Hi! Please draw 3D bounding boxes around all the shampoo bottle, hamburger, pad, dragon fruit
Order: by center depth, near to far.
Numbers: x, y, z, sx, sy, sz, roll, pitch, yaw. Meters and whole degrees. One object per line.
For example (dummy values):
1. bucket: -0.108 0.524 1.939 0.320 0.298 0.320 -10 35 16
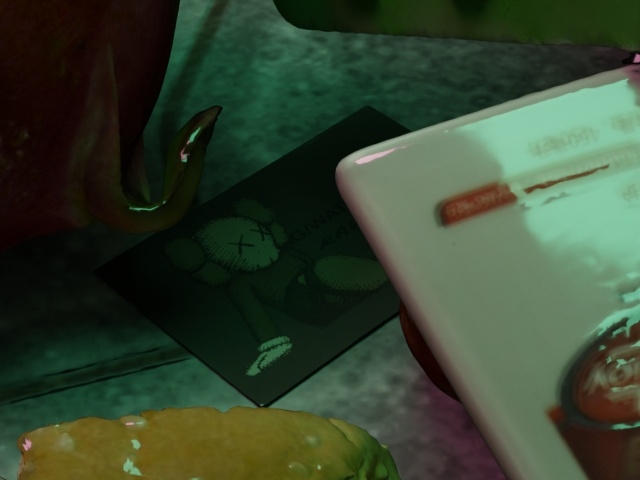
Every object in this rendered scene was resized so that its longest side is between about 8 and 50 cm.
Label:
1. hamburger: -0.030 0.158 0.539 0.155 0.135 0.208 -7 44 -3
2. shampoo bottle: 0.118 0.080 0.580 0.153 0.071 0.284 -18 70 2
3. dragon fruit: -0.154 -0.121 0.740 0.225 0.305 0.305 -10 42 -11
4. pad: 0.000 0.000 0.814 0.190 0.004 0.127 -33 49 -30

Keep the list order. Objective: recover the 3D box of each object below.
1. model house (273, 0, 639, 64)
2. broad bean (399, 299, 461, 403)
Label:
1. model house: 0.135 -0.284 0.676 0.323 0.340 0.300 -26 21 -29
2. broad bean: 0.147 0.021 0.693 0.228 0.122 0.156 7 48 15
